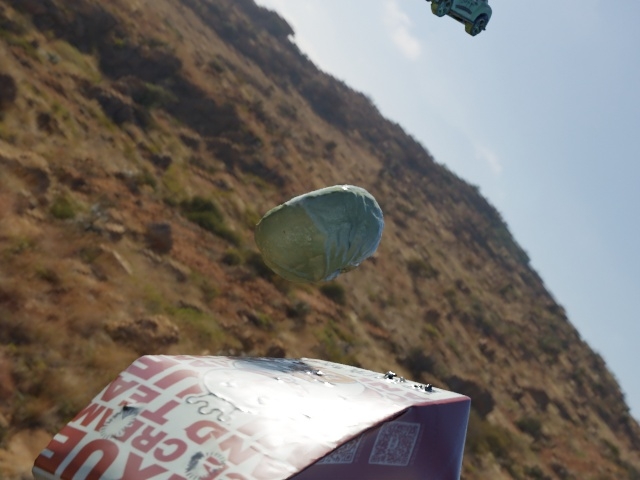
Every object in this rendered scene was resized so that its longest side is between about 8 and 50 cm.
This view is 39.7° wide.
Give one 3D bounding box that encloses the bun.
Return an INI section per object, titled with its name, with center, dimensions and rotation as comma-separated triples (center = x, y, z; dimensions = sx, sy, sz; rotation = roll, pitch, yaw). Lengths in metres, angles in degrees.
[bun]
center = 0.000, 0.000, 1.285
dimensions = 0.195, 0.195, 0.118
rotation = 26, 45, -80

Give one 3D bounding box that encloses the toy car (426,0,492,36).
[toy car]
center = 0.293, -0.569, 2.026
dimensions = 0.136, 0.125, 0.305
rotation = 41, 18, 30

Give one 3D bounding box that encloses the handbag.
[handbag]
center = -0.031, 0.158, 0.607
dimensions = 0.171, 0.151, 0.298
rotation = 9, -4, 34
